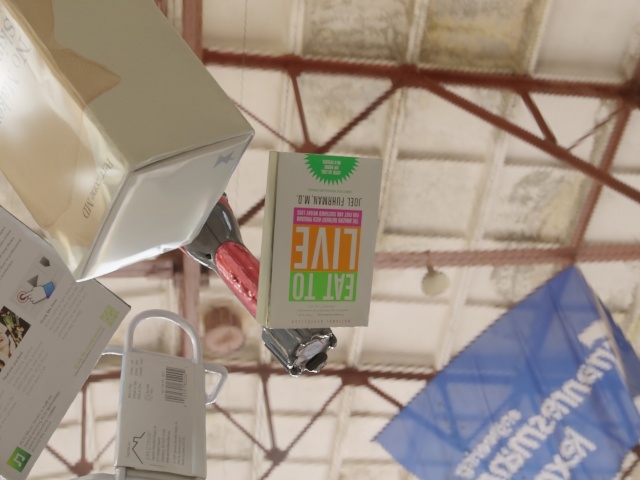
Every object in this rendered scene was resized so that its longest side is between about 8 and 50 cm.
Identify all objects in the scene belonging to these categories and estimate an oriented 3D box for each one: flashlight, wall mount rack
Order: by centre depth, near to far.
[{"bbox_3d":[-0.101,0.038,1.285,0.103,0.304,0.103,-10,-44,-44],"label":"flashlight"},{"bbox_3d":[-0.273,0.252,1.323,0.304,0.350,0.130,13,-46,-19],"label":"wall mount rack"}]

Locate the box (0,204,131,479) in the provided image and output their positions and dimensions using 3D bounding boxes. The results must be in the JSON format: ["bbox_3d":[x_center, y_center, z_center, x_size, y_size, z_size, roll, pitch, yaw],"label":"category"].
[{"bbox_3d":[-0.376,0.075,1.029,0.058,0.232,0.322,2,-35,47],"label":"box"}]

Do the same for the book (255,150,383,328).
[{"bbox_3d":[0.000,0.000,0.838,0.096,0.035,0.144,2,-84,-22],"label":"book"}]

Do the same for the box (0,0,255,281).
[{"bbox_3d":[-0.204,-0.138,0.788,0.121,0.311,0.148,-22,-24,-42],"label":"box"}]
